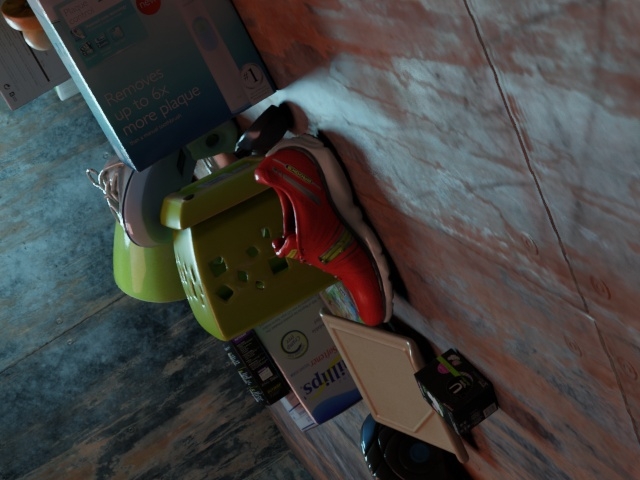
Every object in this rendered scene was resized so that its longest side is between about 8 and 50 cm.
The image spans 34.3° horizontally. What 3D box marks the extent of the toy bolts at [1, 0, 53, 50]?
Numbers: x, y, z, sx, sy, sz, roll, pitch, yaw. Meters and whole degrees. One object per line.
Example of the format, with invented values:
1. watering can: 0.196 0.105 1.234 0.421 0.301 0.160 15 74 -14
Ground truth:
1. toy bolts: -0.415 -0.426 1.678 0.218 0.228 0.159 -126 21 -44

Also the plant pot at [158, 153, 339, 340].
1. plant pot: -0.111 -0.004 1.547 0.207 0.227 0.228 66 166 -12

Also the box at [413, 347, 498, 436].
1. box: 0.166 0.186 1.273 0.083 0.062 0.052 44 163 48

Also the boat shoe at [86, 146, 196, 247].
1. boat shoe: -0.311 -0.102 1.726 0.367 0.156 0.136 -86 -20 -53

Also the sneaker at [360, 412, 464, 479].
1. sneaker: 0.179 0.411 1.651 0.341 0.125 0.140 53 172 33

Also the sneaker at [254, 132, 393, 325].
1. sneaker: 0.000 0.000 1.337 0.279 0.118 0.107 62 168 -18

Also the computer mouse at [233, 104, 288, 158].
1. computer mouse: -0.085 -0.140 1.461 0.041 0.071 0.242 43 171 -5

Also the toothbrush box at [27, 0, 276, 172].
1. toothbrush box: -0.226 -0.271 1.335 0.296 0.216 0.126 63 167 -18

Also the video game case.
1. video game case: 0.067 0.143 1.659 0.193 0.023 0.212 56 168 6

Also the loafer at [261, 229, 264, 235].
1. loafer: -0.108 -0.048 1.860 0.125 0.045 0.039 61 -174 16

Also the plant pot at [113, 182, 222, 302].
1. plant pot: -0.392 -0.047 2.546 0.275 0.274 0.294 46 149 44

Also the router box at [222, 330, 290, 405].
1. router box: -0.116 0.224 1.824 0.133 0.046 0.179 58 167 2

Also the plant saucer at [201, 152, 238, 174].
1. plant saucer: -0.196 -0.158 1.931 0.199 0.036 0.199 53 167 18

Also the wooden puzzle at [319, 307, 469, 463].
1. wooden puzzle: 0.111 0.204 1.523 0.238 0.044 0.221 18 140 55

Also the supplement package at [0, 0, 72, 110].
1. supplement package: -0.484 -0.400 1.851 0.177 0.293 0.175 43 162 50

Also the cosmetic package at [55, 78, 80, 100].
1. cosmetic package: -0.616 -0.494 2.492 0.197 0.155 0.365 60 169 3

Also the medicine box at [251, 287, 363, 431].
1. medicine box: -0.037 0.186 1.885 0.289 0.149 0.263 56 168 7

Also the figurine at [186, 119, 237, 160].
1. figurine: -0.226 -0.263 1.704 0.209 0.092 0.215 58 172 40
